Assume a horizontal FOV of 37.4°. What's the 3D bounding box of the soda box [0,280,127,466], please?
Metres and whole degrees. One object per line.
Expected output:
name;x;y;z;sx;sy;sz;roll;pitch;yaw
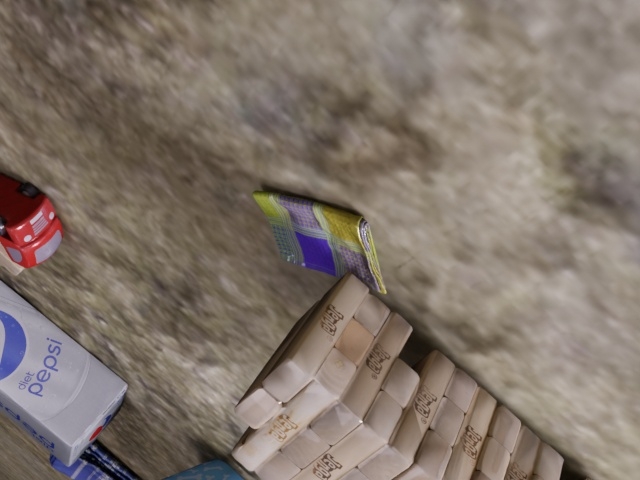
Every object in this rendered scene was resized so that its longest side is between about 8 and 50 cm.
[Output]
soda box;-0.349;0.114;1.028;0.286;0.091;0.098;39;150;4

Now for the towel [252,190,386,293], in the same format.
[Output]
towel;0.000;0.000;0.550;0.083;0.009;0.060;19;145;34

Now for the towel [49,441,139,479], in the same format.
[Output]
towel;-0.257;0.405;1.368;0.336;0.040;0.243;41;151;-1

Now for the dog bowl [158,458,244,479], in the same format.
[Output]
dog bowl;-0.116;0.333;1.034;0.166;0.074;0.297;52;153;16

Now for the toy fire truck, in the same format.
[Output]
toy fire truck;-0.296;-0.010;0.844;0.192;0.047;0.135;22;146;28

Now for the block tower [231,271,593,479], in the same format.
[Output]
block tower;0.103;0.171;0.544;0.335;0.097;0.091;42;128;-3
